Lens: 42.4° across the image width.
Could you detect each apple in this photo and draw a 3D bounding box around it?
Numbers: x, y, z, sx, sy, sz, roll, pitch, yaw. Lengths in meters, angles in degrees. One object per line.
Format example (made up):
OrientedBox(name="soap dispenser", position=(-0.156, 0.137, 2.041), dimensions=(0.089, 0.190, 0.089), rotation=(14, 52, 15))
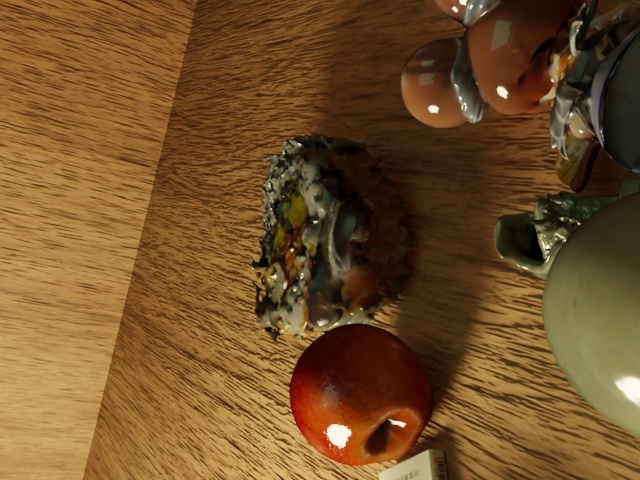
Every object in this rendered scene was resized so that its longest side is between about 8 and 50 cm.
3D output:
OrientedBox(name="apple", position=(0.062, 0.240, 1.292), dimensions=(0.201, 0.218, 0.218), rotation=(52, 122, 47))

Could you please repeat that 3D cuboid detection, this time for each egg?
OrientedBox(name="egg", position=(0.358, 0.073, 0.794), dimensions=(0.352, 0.258, 0.258), rotation=(-148, 74, -73))

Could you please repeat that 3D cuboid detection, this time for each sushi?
OrientedBox(name="sushi", position=(-0.002, -0.002, 1.542), dimensions=(0.417, 0.175, 0.418), rotation=(-16, 72, 60))

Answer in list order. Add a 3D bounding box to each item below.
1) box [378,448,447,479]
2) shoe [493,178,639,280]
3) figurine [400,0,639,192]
OrientedBox(name="box", position=(0.149, 0.451, 1.233), dimensions=(0.139, 0.035, 0.245), rotation=(-42, 45, 43))
OrientedBox(name="shoe", position=(0.335, -0.011, 1.003), dimensions=(0.293, 0.149, 0.109), rotation=(-23, 57, 55))
OrientedBox(name="figurine", position=(0.293, -0.232, 1.078), dimensions=(0.388, 0.248, 0.277), rotation=(51, 128, 57))
